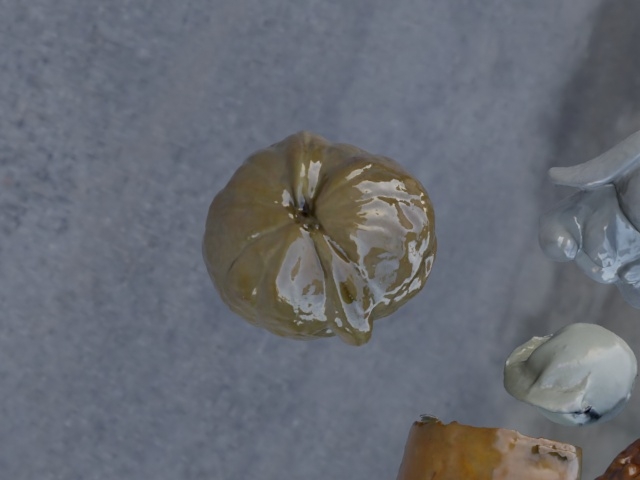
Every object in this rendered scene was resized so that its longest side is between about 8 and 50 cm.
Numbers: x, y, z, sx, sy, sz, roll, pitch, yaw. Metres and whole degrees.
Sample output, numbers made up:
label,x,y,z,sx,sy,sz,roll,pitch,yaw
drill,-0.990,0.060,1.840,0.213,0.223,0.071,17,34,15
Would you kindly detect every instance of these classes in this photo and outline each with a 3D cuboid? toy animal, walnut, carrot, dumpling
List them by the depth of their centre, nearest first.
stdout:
label,x,y,z,sx,sy,sz,roll,pitch,yaw
carrot,0.152,0.363,1.435,0.224,0.224,0.341,23,75,-57
dumpling,0.310,0.158,1.707,0.176,0.150,0.092,-45,151,-22
walnut,0.000,0.000,1.750,0.296,0.285,0.285,-17,137,4
toy animal,0.473,-0.058,1.988,0.265,0.271,0.206,-48,-158,43

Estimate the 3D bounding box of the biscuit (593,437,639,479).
label,x,y,z,sx,sy,sz,roll,pitch,yaw
biscuit,0.460,0.401,1.748,0.318,0.312,0.110,-52,134,-23
